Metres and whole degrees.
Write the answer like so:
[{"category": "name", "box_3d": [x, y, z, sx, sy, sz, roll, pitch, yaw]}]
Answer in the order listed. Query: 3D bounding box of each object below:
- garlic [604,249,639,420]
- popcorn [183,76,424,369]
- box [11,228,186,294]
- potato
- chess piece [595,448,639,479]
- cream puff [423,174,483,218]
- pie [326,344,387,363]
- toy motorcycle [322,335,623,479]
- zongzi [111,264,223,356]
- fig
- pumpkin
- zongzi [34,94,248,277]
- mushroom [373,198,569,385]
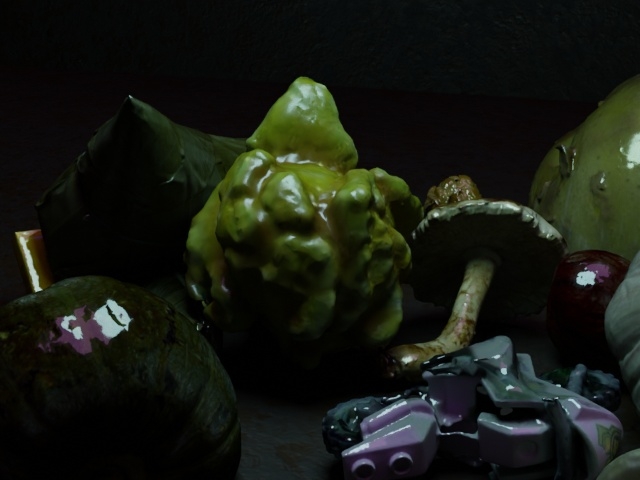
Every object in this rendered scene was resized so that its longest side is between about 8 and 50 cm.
[{"category": "garlic", "box_3d": [0.470, 0.092, 1.212, 0.317, 0.317, 0.259, 3, -20, 4]}, {"category": "popcorn", "box_3d": [0.005, -0.007, 1.371, 0.325, 0.321, 0.290, 2, 29, -35]}, {"category": "box", "box_3d": [-0.290, 0.040, 1.559, 0.269, 0.043, 0.152, -8, 65, -31]}, {"category": "potato", "box_3d": [0.527, -0.116, 1.773, 0.385, 0.319, 0.442, -2, 8, 4]}, {"category": "chess piece", "box_3d": [0.403, 0.241, 0.997, 0.299, 0.167, 0.167, -7, 20, -36]}, {"category": "cream puff", "box_3d": [0.233, -0.049, 1.920, 0.104, 0.119, 0.133, -28, 2, -24]}, {"category": "pie", "box_3d": [0.049, 0.129, 1.476, 0.092, 0.034, 0.170, -3, 18, -3]}, {"category": "toy motorcycle", "box_3d": [0.170, 0.195, 1.124, 0.327, 0.143, 0.188, -8, 20, -7]}, {"category": "zongzi", "box_3d": [-0.150, 0.089, 1.467, 0.204, 0.094, 0.205, -19, 28, -39]}, {"category": "fig", "box_3d": [0.413, 0.122, 1.397, 0.274, 0.170, 0.145, 28, 68, 9]}, {"category": "pumpkin", "box_3d": [-0.238, 0.145, 1.100, 0.325, 0.232, 0.242, -5, 17, -32]}, {"category": "zongzi", "box_3d": [-0.158, -0.099, 1.439, 0.356, 0.174, 0.393, -13, -19, -34]}, {"category": "mushroom", "box_3d": [0.196, 0.093, 1.477, 0.233, 0.302, 0.208, 26, -13, -6]}]
